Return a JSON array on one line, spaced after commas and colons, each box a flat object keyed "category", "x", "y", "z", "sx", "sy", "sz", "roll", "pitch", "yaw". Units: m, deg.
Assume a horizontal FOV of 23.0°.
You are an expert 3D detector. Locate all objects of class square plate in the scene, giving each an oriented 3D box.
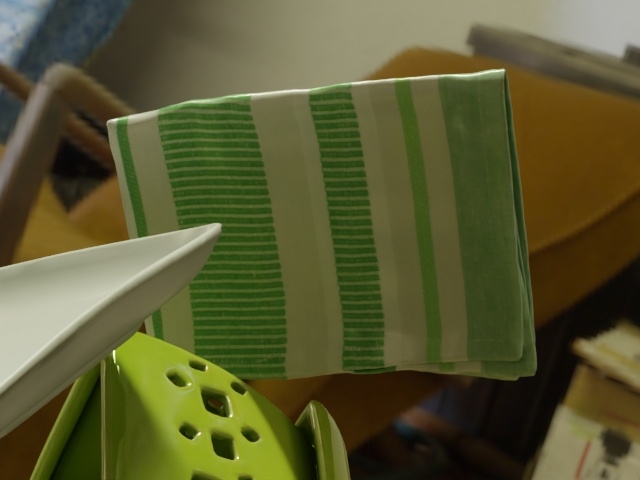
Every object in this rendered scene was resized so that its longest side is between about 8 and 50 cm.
[{"category": "square plate", "x": -0.271, "y": 0.089, "z": 1.012, "sx": 0.344, "sy": 0.049, "sz": 0.347, "roll": -13, "pitch": 13, "yaw": 26}]

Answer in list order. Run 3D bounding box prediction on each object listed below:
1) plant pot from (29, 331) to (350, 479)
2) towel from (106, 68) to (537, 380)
[{"category": "plant pot", "x": -0.095, "y": 0.231, "z": 1.141, "sx": 0.207, "sy": 0.227, "sz": 0.228, "roll": 16, "pitch": 38, "yaw": -19}, {"category": "towel", "x": 0.000, "y": 0.000, "z": 1.243, "sx": 0.325, "sy": 0.247, "sz": 0.038, "roll": -3, "pitch": 18, "yaw": 19}]
